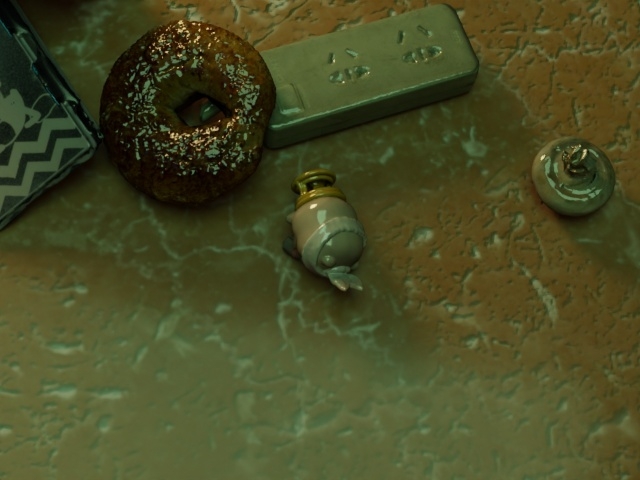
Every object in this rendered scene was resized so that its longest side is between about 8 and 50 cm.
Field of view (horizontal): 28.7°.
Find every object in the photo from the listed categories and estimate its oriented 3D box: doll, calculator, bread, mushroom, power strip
[{"bbox_3d":[0.000,0.000,1.219,0.084,0.073,0.127,-25,65,22],"label":"doll"},{"bbox_3d":[-0.345,-0.154,1.253,0.165,0.028,0.274,-36,75,5],"label":"calculator"},{"bbox_3d":[-0.134,-0.128,1.232,0.193,0.064,0.193,-3,76,14],"label":"bread"},{"bbox_3d":[0.255,-0.069,1.248,0.085,0.079,0.085,2,67,-5],"label":"mushroom"},{"bbox_3d":[0.016,-0.163,1.284,0.288,0.053,0.093,-17,71,-10],"label":"power strip"}]
